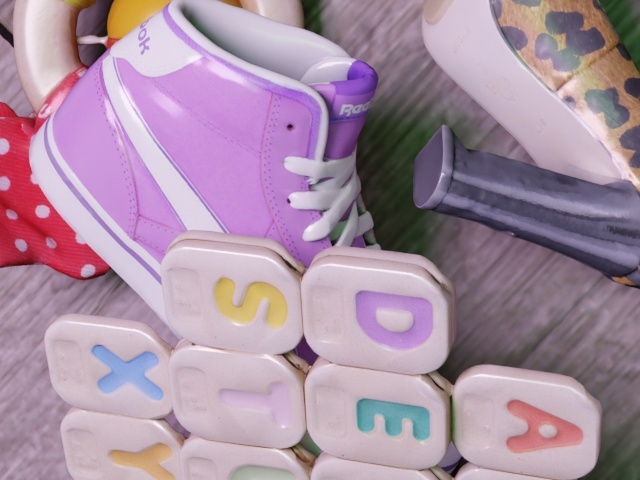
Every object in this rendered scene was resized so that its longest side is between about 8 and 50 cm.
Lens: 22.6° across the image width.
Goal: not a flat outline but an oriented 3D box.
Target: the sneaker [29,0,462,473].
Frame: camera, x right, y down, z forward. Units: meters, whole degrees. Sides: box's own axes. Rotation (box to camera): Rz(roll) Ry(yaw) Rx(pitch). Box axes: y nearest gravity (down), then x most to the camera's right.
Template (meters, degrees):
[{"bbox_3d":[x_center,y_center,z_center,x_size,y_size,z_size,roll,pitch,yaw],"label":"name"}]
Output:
[{"bbox_3d":[0.000,0.000,0.801,0.282,0.102,0.161,43,120,-10],"label":"sneaker"}]

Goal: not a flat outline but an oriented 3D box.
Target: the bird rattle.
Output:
[{"bbox_3d":[-0.112,-0.106,0.894,0.207,0.143,0.253,-2,86,-2],"label":"bird rattle"}]

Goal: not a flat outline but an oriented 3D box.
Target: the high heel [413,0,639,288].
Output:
[{"bbox_3d":[0.151,-0.101,0.865,0.186,0.093,0.261,17,63,-16],"label":"high heel"}]

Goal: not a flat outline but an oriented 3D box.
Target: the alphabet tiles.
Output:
[{"bbox_3d":[-0.003,0.124,0.800,0.278,0.021,0.284,7,123,15],"label":"alphabet tiles"}]
